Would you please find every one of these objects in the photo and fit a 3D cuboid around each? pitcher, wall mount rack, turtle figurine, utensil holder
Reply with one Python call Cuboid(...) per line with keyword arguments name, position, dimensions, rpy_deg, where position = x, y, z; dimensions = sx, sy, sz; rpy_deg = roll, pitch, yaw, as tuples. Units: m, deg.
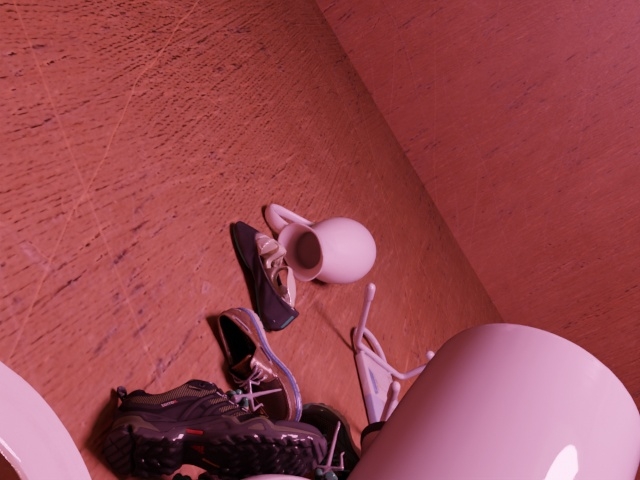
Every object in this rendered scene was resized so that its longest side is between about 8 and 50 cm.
Cuboid(name="pitcher", position=(0.000, 0.000, 1.572), dimensions=(0.177, 0.125, 0.207), rpy_deg=(52, 25, 23))
Cuboid(name="wall mount rack", position=(0.132, 0.252, 1.508), dimensions=(0.304, 0.131, 0.350), rpy_deg=(43, 25, -43))
Cuboid(name="turtle figurine", position=(-0.065, 0.265, 0.971), dimensions=(0.175, 0.118, 0.234), rpy_deg=(25, 25, 19))
Cuboid(name="utensil holder", position=(0.192, 0.334, 1.037), dimensions=(0.327, 0.328, 0.385), rpy_deg=(57, 44, -14))

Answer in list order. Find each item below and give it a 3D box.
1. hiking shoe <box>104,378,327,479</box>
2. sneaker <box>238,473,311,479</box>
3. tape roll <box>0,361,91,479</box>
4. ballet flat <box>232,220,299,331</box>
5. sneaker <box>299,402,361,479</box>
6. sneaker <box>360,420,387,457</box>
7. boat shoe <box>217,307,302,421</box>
Cuboid(name="hiking shoe", position=(-0.105, 0.187, 0.888), dimensions=(0.227, 0.086, 0.114), rpy_deg=(8, 34, -12))
Cuboid(name="sneaker", position=(-0.077, 0.290, 0.762), dimensions=(0.290, 0.123, 0.105), rpy_deg=(-6, 94, -44))
Cuboid(name="tape roll", position=(-0.272, 0.203, 0.558), dimensions=(0.286, 0.100, 0.286), rpy_deg=(50, 22, -28))
Cuboid(name="ballet flat", position=(-0.079, 0.046, 1.345), dimensions=(0.074, 0.074, 0.203), rpy_deg=(32, 34, -56))
Cuboid(name="sneaker", position=(0.020, 0.310, 1.240), dimensions=(0.166, 0.065, 0.076), rpy_deg=(54, 23, -16))
Cuboid(name="sneaker", position=(0.112, 0.402, 1.211), dimensions=(0.145, 0.090, 0.270), rpy_deg=(-71, 151, -63))
Cuboid(name="boat shoe", position=(-0.092, 0.174, 1.148), dimensions=(0.183, 0.066, 0.066), rpy_deg=(57, 21, 21))
